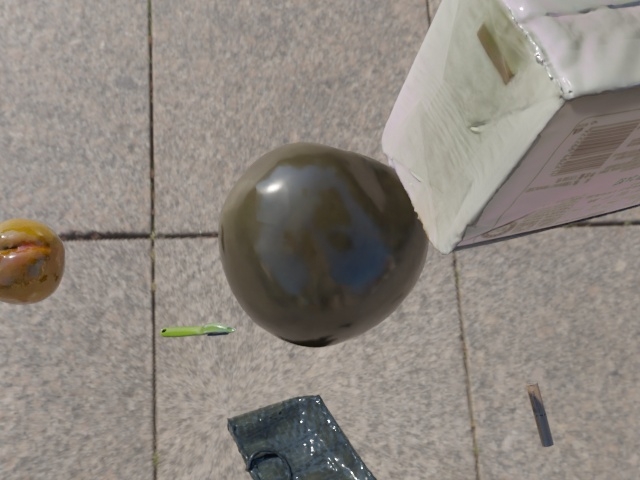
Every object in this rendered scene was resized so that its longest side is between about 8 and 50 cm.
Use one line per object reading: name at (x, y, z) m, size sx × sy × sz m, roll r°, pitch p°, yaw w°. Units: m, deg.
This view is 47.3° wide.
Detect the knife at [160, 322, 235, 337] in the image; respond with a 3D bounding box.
knife at (-0.226, 0.163, 1.319) m, size 0.026 × 0.184 × 0.022 m, roll 55°, pitch 44°, yaw -32°

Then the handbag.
handbag at (-0.029, 0.374, 1.193) m, size 0.175 × 0.089 × 0.270 m, roll -20°, pitch 55°, yaw -27°

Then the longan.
longan at (0.000, 0.000, 0.820) m, size 0.215 × 0.246 × 0.246 m, roll 26°, pitch 73°, yaw 29°

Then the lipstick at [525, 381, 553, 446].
lipstick at (0.320, 0.253, 1.064) m, size 0.019 × 0.019 × 0.094 m, roll -15°, pitch 89°, yaw -10°

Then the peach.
peach at (-0.462, 0.030, 1.134) m, size 0.138 × 0.138 × 0.138 m, roll 2°, pitch 77°, yaw -7°

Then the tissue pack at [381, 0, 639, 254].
tissue pack at (0.179, -0.097, 0.478) m, size 0.225 × 0.185 × 0.124 m, roll -14°, pitch 68°, yaw -20°
